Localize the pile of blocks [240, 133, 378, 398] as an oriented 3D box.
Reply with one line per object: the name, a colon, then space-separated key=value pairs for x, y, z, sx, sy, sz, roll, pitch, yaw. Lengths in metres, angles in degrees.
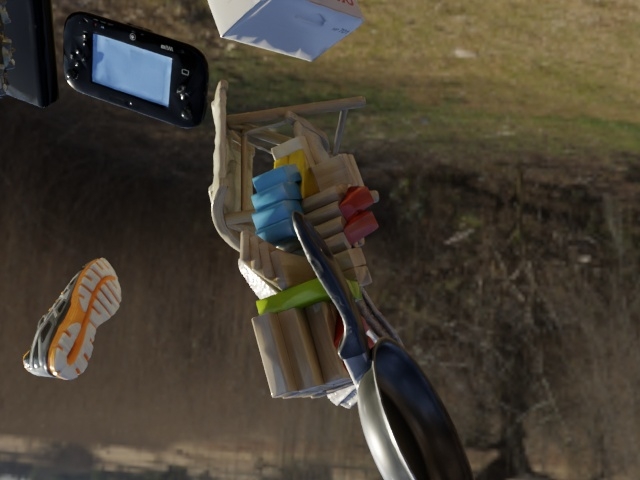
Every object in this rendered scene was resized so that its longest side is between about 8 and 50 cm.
pile of blocks: x=0.000 y=0.000 z=1.057 sx=0.113 sy=0.362 sz=0.149 roll=-22 pitch=140 yaw=22

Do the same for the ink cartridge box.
ink cartridge box: x=-0.054 y=-0.282 z=0.948 sx=0.082 sy=0.190 sz=0.140 roll=-30 pitch=160 yaw=33

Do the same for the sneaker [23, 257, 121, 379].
sneaker: x=-0.357 y=0.107 z=1.406 sx=0.083 sy=0.215 sz=0.084 roll=-11 pitch=128 yaw=28

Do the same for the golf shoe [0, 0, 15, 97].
golf shoe: x=-0.279 y=-0.116 z=0.664 sx=0.120 sy=0.272 sz=0.105 roll=-3 pitch=137 yaw=-3

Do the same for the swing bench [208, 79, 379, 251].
swing bench: x=-0.054 y=-0.109 z=1.577 sx=0.255 sy=0.253 sz=0.165 roll=4 pitch=137 yaw=-8

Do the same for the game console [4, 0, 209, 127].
game console: x=-0.294 y=-0.244 z=1.190 sx=0.361 sy=0.044 sz=0.213 roll=20 pitch=131 yaw=16

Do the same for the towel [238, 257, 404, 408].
towel: x=-0.002 y=0.102 z=1.398 sx=0.049 sy=0.282 sz=0.187 roll=-33 pitch=174 yaw=-38

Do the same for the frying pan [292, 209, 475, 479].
frying pan: x=0.055 y=0.143 z=0.861 sx=0.053 sy=0.197 sz=0.326 roll=-29 pitch=128 yaw=17
